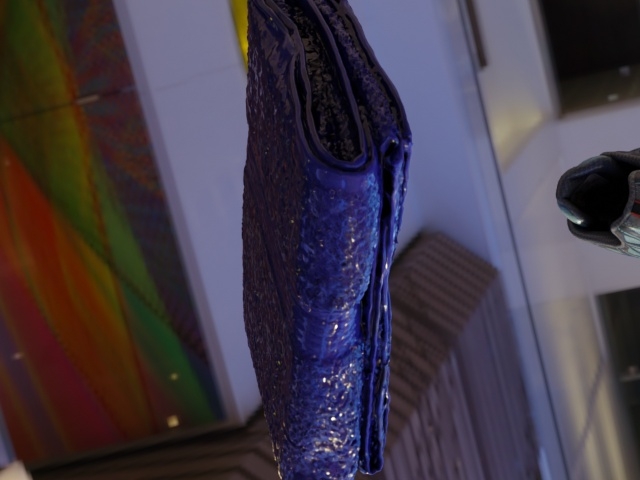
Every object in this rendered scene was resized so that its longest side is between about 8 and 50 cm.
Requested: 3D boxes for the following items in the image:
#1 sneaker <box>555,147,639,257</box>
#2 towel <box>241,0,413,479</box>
[{"bbox_3d":[0.240,-0.040,1.000,0.125,0.104,0.262,16,-176,-8],"label":"sneaker"},{"bbox_3d":[0.000,0.000,0.853,0.076,0.308,0.228,-5,-138,-11],"label":"towel"}]
